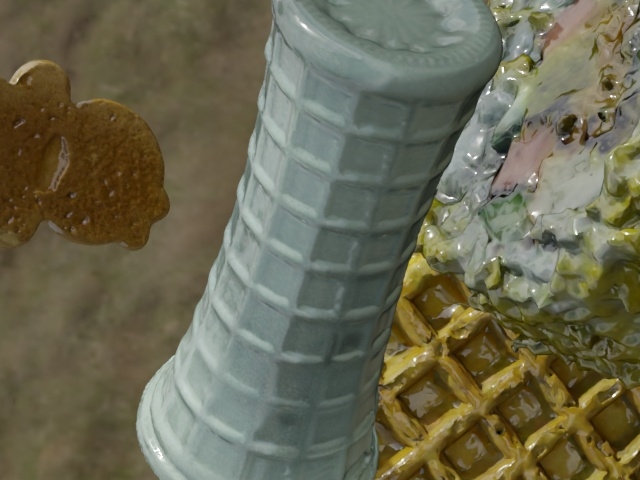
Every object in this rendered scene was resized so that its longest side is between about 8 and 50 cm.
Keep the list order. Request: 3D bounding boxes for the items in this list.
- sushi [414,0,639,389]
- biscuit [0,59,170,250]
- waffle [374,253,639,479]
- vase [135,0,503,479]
[{"bbox_3d":[0.265,-0.084,1.346,0.351,0.240,0.396,-19,42,52],"label":"sushi"},{"bbox_3d":[-0.231,-0.069,1.548,0.036,0.225,0.166,0,80,63],"label":"biscuit"},{"bbox_3d":[0.183,0.139,1.610,0.095,0.379,0.382,156,117,-82],"label":"waffle"},{"bbox_3d":[0.000,0.000,0.932,0.143,0.143,0.299,-103,24,-47],"label":"vase"}]
